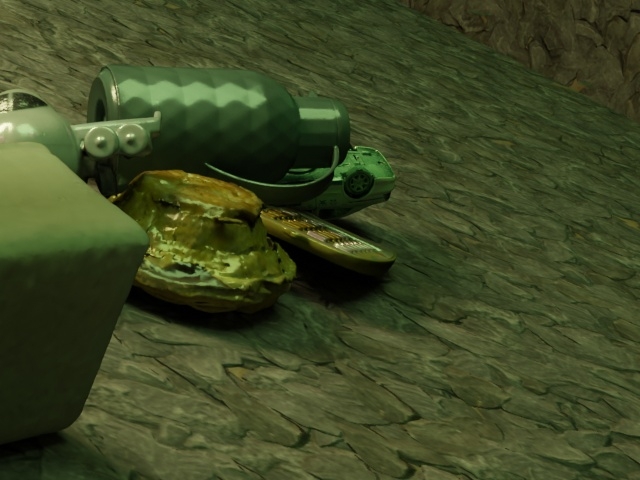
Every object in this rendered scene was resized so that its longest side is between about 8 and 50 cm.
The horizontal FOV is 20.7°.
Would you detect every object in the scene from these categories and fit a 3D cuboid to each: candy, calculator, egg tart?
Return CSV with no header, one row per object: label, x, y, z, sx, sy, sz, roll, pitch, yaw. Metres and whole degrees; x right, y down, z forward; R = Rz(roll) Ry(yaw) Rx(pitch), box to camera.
candy,-0.297,0.053,1.214,0.145,0.208,0.359,36,21,25
calculator,0.000,0.000,1.926,0.157,0.033,0.236,25,5,14
egg tart,-0.131,-0.007,1.750,0.241,0.105,0.241,16,16,-5

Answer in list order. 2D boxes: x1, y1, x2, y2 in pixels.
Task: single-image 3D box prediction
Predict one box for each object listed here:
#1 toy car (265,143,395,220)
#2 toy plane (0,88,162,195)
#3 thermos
toy car,-0.026,-0.066,2.086,0.224,0.076,0.090,-5,31,-15
toy plane,-0.284,-0.085,1.724,0.267,0.122,0.267,-11,1,0
thermos,-0.105,-0.112,1.942,0.287,0.145,0.182,0,43,-18
